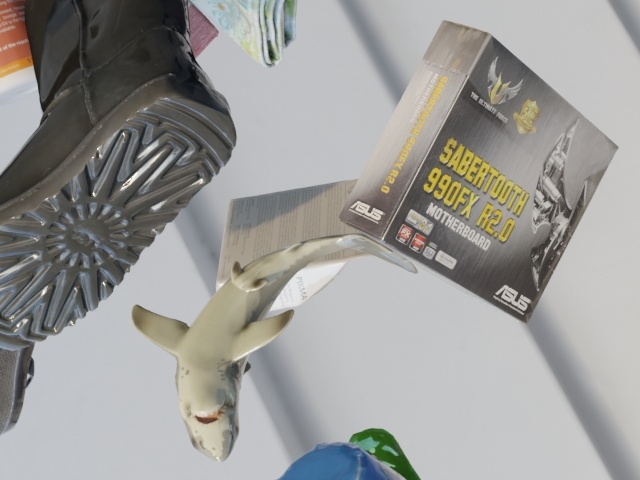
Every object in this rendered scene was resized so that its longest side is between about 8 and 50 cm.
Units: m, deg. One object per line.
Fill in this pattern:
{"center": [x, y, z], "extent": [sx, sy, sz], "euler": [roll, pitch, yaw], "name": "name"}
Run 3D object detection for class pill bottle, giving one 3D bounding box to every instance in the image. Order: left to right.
{"center": [-0.402, -0.271, 1.538], "extent": [0.121, 0.216, 0.121], "euler": [-24, -177, 1], "name": "pill bottle"}

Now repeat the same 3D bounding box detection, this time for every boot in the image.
{"center": [-0.270, -0.141, 1.329], "extent": [0.367, 0.445, 0.146], "euler": [-37, 132, 13], "name": "boot"}

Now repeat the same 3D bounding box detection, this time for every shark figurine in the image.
{"center": [-0.051, 0.075, 1.194], "extent": [0.278, 0.166, 0.116], "euler": [-46, 146, -23], "name": "shark figurine"}

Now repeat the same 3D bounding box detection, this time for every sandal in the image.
{"center": [-0.408, 0.163, 1.727], "extent": [0.054, 0.097, 0.254], "euler": [-21, 145, -49], "name": "sandal"}

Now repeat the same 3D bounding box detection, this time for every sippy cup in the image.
{"center": [0.049, 0.366, 1.561], "extent": [0.240, 0.224, 0.305], "euler": [-43, -157, -4], "name": "sippy cup"}

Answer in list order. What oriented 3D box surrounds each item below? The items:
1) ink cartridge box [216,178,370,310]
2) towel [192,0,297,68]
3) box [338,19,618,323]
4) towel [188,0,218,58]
{"center": [0.000, 0.000, 1.523], "extent": [0.232, 0.066, 0.189], "euler": [-7, -148, 6], "name": "ink cartridge box"}
{"center": [-0.174, -0.429, 1.797], "extent": [0.090, 0.374, 0.320], "euler": [-42, 170, -14], "name": "towel"}
{"center": [0.140, -0.050, 1.096], "extent": [0.231, 0.056, 0.183], "euler": [30, 88, -47], "name": "box"}
{"center": [-0.345, -0.353, 2.031], "extent": [0.237, 0.329, 0.037], "euler": [-44, 169, 4], "name": "towel"}
